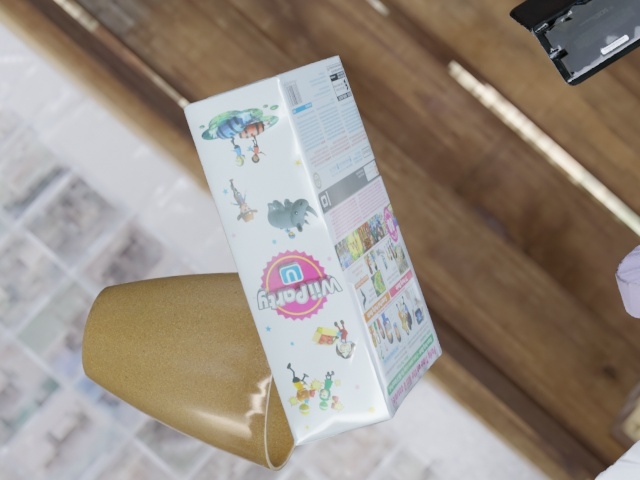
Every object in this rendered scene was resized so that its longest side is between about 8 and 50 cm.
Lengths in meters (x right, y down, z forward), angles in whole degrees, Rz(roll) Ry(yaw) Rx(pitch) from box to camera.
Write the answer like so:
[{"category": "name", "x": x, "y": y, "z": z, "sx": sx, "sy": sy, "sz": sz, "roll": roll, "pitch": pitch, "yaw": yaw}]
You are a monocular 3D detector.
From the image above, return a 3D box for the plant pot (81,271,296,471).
[{"category": "plant pot", "x": -0.148, "y": 0.135, "z": 1.969, "sx": 0.237, "sy": 0.254, "sz": 0.237, "roll": 10, "pitch": 90, "yaw": -78}]

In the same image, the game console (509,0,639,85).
[{"category": "game console", "x": 0.272, "y": -0.225, "z": 1.667, "sx": 0.122, "sy": 0.107, "sz": 0.071, "roll": -32, "pitch": 177, "yaw": -1}]

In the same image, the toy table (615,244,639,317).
[{"category": "toy table", "x": 0.346, "y": 0.050, "z": 1.089, "sx": 0.274, "sy": 0.160, "sz": 0.252, "roll": -18, "pitch": -168, "yaw": 3}]

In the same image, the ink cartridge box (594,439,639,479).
[{"category": "ink cartridge box", "x": 0.232, "y": 0.210, "z": 0.679, "sx": 0.114, "sy": 0.273, "sz": 0.197, "roll": -28, "pitch": 136, "yaw": -42}]

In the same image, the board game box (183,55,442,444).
[{"category": "board game box", "x": 0.000, "y": 0.000, "z": 1.459, "sx": 0.098, "sy": 0.303, "sz": 0.224, "roll": -18, "pitch": -175, "yaw": 18}]
